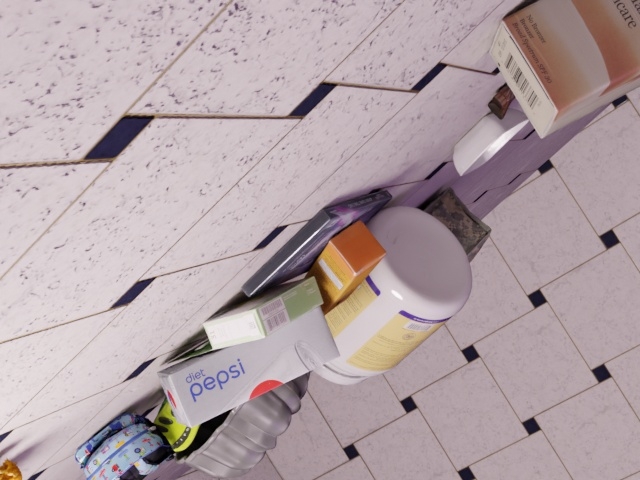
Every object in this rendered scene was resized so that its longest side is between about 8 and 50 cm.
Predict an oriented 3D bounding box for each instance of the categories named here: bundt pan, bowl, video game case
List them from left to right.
[{"bbox_3d":[-0.138,0.322,2.161,0.331,0.124,0.331,-49,-168,14],"label":"bundt pan"},{"bbox_3d":[0.000,0.000,1.846,0.196,0.026,0.274,-44,170,24],"label":"video game case"},{"bbox_3d":[0.311,-0.191,2.087,0.142,0.053,0.142,-46,169,35],"label":"bowl"}]

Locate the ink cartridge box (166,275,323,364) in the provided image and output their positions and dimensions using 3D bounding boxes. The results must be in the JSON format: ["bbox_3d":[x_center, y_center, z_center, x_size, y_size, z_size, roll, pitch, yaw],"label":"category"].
[{"bbox_3d":[-0.134,0.132,1.863,0.235,0.056,0.171,-16,-172,38],"label":"ink cartridge box"}]

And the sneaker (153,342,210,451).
[{"bbox_3d":[-0.217,0.260,2.076,0.295,0.109,0.123,-48,-164,23],"label":"sneaker"}]

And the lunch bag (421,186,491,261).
[{"bbox_3d":[0.224,0.042,2.528,0.287,0.169,0.235,-44,172,-5],"label":"lunch bag"}]

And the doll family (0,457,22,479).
[{"bbox_3d":[-0.475,0.377,1.561,0.163,0.118,0.263,-33,153,-6],"label":"doll family"}]

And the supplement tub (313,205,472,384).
[{"bbox_3d":[0.111,0.115,2.171,0.241,0.241,0.331,-31,168,-46],"label":"supplement tub"}]

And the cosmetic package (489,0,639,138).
[{"bbox_3d":[0.396,-0.281,1.511,0.296,0.153,0.129,-29,170,-5],"label":"cosmetic package"}]

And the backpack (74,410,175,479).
[{"bbox_3d":[-0.352,0.381,1.975,0.158,0.117,0.173,-39,172,-4],"label":"backpack"}]

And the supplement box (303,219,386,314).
[{"bbox_3d":[0.030,0.055,1.922,0.078,0.080,0.233,-34,168,-27],"label":"supplement box"}]

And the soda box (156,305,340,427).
[{"bbox_3d":[-0.118,0.206,1.864,0.286,0.098,0.091,-23,-175,-22],"label":"soda box"}]

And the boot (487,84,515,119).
[{"bbox_3d":[0.342,-0.263,1.930,0.114,0.037,0.106,-44,174,-4],"label":"boot"}]
